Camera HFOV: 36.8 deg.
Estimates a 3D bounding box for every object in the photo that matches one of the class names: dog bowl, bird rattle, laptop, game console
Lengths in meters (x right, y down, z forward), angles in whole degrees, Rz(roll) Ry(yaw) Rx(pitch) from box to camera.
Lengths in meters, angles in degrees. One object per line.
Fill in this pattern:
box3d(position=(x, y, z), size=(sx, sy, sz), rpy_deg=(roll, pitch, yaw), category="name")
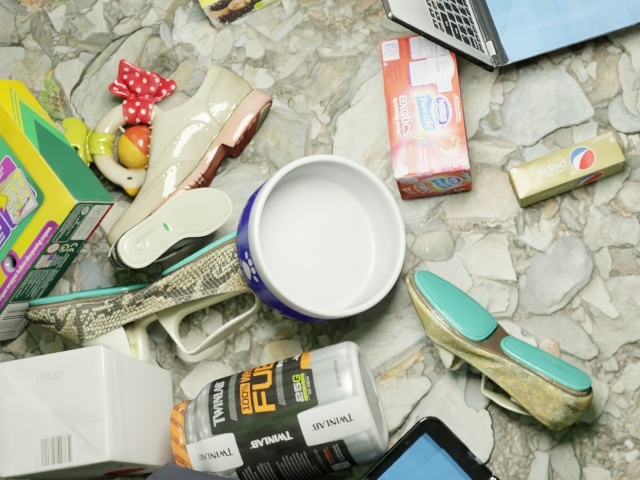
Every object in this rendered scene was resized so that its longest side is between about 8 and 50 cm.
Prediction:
box3d(position=(0.000, 0.000, 1.571), size=(0.265, 0.104, 0.265), rpy_deg=(5, 77, -22), category="dog bowl")
box3d(position=(-0.350, -0.196, 1.785), size=(0.253, 0.143, 0.207), rpy_deg=(-42, 82, -14), category="bird rattle")
box3d(position=(0.284, -0.509, 1.610), size=(0.236, 0.408, 0.382), rpy_deg=(-37, 53, 36), category="laptop")
box3d(position=(0.165, 0.462, 1.434), size=(0.293, 0.173, 0.250), rpy_deg=(-45, 44, -1), category="game console")

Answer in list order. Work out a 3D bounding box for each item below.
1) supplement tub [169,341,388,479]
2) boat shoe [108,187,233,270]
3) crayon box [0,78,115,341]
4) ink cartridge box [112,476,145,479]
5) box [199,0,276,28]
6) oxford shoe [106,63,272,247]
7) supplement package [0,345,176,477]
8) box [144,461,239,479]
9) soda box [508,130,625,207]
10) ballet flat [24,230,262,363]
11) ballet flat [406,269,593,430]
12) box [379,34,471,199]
box3d(position=(-0.065, 0.291, 1.530), size=(0.316, 0.193, 0.193), rpy_deg=(-18, 72, 7), category="supplement tub")
box3d(position=(-0.249, -0.020, 1.604), size=(0.233, 0.079, 0.084), rpy_deg=(-32, 91, -33), category="boat shoe")
box3d(position=(-0.572, -0.051, 1.713), size=(0.363, 0.106, 0.313), rpy_deg=(-49, 68, 23), category="crayon box")
box3d(position=(-0.290, 0.550, 1.554), size=(0.273, 0.115, 0.198), rpy_deg=(43, 89, 19), category="ink cartridge box")
box3d(position=(-0.113, -0.484, 1.802), size=(0.232, 0.087, 0.058), rpy_deg=(-25, 70, 7), category="box")
box3d(position=(-0.258, -0.138, 1.705), size=(0.146, 0.140, 0.397), rpy_deg=(38, 76, 4), category="oxford shoe")
box3d(position=(-0.363, 0.288, 1.545), size=(0.178, 0.293, 0.175), rpy_deg=(-11, 73, 10), category="supplement package")
box3d(position=(-0.125, 0.527, 1.360), size=(0.313, 0.179, 0.343), rpy_deg=(11, 89, 6), category="box")
box3d(position=(0.407, -0.117, 1.599), size=(0.181, 0.061, 0.058), rpy_deg=(-21, 73, 7), category="soda box")
box3d(position=(-0.268, 0.119, 1.651), size=(0.483, 0.164, 0.182), rpy_deg=(-19, 87, 5), category="ballet flat")
box3d(position=(0.263, 0.182, 1.536), size=(0.348, 0.123, 0.123), rpy_deg=(34, 85, 20), category="ballet flat")
box3d(position=(0.180, -0.212, 1.642), size=(0.128, 0.122, 0.256), rpy_deg=(-8, 74, 9), category="box")
